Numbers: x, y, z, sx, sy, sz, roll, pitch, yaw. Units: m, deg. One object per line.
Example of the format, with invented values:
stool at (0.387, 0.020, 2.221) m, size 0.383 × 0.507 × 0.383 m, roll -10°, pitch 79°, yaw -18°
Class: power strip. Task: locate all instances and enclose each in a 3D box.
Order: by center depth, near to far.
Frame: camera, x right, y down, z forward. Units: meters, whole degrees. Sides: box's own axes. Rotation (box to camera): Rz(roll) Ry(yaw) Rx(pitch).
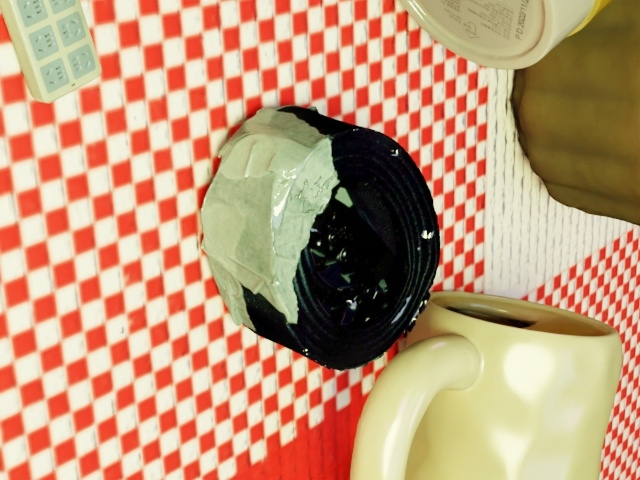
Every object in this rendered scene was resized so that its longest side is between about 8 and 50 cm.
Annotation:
power strip at (-0.141, -0.115, 0.544) m, size 0.040 × 0.016 × 0.090 m, roll -38°, pitch 129°, yaw -35°

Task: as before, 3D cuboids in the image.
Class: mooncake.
mooncake at (0.294, -0.155, 0.934) m, size 0.290 × 0.161 × 0.290 m, roll -18°, pitch 115°, yaw -44°

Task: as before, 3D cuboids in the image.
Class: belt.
belt at (0.000, 0.000, 0.704) m, size 0.151 × 0.078 × 0.198 m, roll -51°, pitch 139°, yaw -19°

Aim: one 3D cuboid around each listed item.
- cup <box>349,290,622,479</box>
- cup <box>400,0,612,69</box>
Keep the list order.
cup at (0.130, 0.158, 0.811) m, size 0.255 × 0.173 × 0.202 m, roll -14°, pitch 114°, yaw -75°
cup at (0.182, -0.235, 0.720) m, size 0.226 × 0.241 × 0.185 m, roll -46°, pitch 135°, yaw -20°
